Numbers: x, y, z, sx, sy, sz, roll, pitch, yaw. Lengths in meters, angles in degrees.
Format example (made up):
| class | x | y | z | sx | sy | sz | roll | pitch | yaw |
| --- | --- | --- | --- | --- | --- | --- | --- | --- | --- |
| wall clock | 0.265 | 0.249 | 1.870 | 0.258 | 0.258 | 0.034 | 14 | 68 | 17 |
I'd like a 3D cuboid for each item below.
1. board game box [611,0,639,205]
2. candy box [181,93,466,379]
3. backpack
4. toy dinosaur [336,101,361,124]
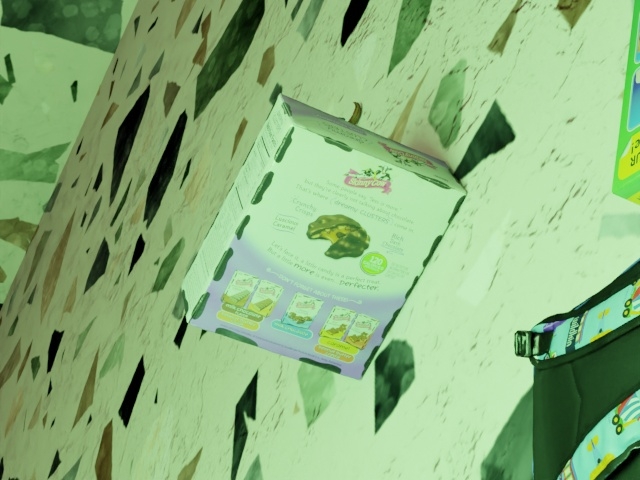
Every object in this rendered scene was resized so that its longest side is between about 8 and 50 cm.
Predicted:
| class | x | y | z | sx | sy | sz | roll | pitch | yaw |
| --- | --- | --- | --- | --- | --- | --- | --- | --- | --- |
| board game box | 0.273 | -0.164 | 0.722 | 0.317 | 0.046 | 0.213 | 140 | 146 | -60 |
| candy box | 0.000 | 0.000 | 1.126 | 0.196 | 0.165 | 0.070 | -61 | 23 | 19 |
| backpack | 0.180 | 0.079 | 0.636 | 0.173 | 0.117 | 0.158 | -49 | 27 | 46 |
| toy dinosaur | 0.015 | -0.086 | 1.399 | 0.090 | 0.047 | 0.082 | -42 | -14 | -43 |
